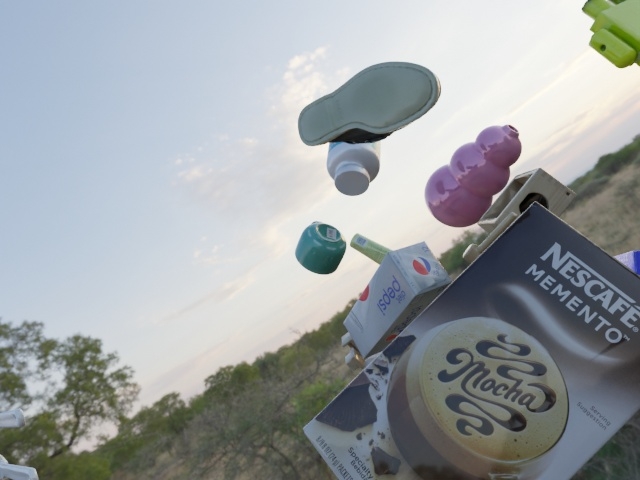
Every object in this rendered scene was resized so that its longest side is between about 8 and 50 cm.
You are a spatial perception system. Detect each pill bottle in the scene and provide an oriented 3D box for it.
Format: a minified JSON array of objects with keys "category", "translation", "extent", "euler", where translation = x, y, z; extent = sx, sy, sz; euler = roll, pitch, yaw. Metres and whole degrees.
[{"category":"pill bottle","translation":[0.094,-0.247,1.208],"extent":[0.146,0.264,0.146],"euler":[4,-39,3]}]

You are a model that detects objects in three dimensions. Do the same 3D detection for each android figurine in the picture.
[{"category":"android figurine","translation":[0.691,-0.434,0.917],"extent":[0.248,0.273,0.056],"euler":[-29,-23,-16]}]

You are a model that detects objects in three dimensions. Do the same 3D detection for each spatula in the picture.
[{"category":"spatula","translation":[-0.336,0.256,0.483],"extent":[0.242,0.168,0.019],"euler":[-22,-6,41]}]

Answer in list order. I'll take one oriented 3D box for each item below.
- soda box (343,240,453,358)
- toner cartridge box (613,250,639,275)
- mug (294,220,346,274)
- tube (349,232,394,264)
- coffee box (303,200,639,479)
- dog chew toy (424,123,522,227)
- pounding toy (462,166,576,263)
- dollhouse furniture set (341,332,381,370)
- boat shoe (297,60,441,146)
[{"category":"soda box","translation":[0.142,0.128,0.879],"extent":[0.091,0.098,0.286],"euler":[-16,-30,-27]},{"category":"toner cartridge box","translation":[0.907,0.084,1.231],"extent":[0.165,0.075,0.348],"euler":[1,-8,17]},{"category":"mug","translation":[-0.003,0.005,1.190],"extent":[0.129,0.158,0.097],"euler":[-20,-35,-44]},{"category":"tube","translation":[0.220,0.053,1.607],"extent":[0.062,0.240,0.070],"euler":[-45,-29,-30]},{"category":"coffee box","translation":[0.155,0.135,0.407],"extent":[0.297,0.168,0.119],"euler":[-45,-26,-1]},{"category":"dog chew toy","translation":[0.454,-0.194,1.290],"extent":[0.206,0.207,0.332],"euler":[-20,-29,-45]},{"category":"pounding toy","translation":[0.362,-0.022,0.809],"extent":[0.206,0.094,0.181],"euler":[-52,-3,4]},{"category":"dollhouse furniture set","translation":[0.212,0.386,1.106],"extent":[0.174,0.303,0.355],"euler":[-40,15,15]},{"category":"boat shoe","translation":[0.104,-0.258,0.872],"extent":[0.113,0.127,0.340],"euler":[-13,1,-43]}]
